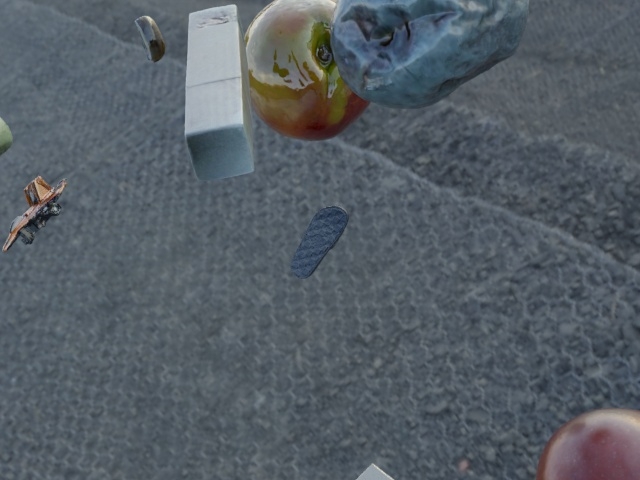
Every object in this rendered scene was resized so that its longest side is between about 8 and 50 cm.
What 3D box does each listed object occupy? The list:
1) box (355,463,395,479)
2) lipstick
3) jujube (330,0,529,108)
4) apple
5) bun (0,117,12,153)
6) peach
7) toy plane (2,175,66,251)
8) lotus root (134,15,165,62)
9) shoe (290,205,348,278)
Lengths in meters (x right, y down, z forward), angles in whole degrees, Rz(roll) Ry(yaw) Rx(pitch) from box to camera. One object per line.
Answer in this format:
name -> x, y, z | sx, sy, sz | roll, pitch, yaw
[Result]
box -> 0.021, 0.436, 1.061 | 0.205, 0.051, 0.365 | 33, 51, 26
lipstick -> -0.140, -0.213, 1.286 | 0.080, 0.076, 0.371 | -10, 36, 1
jujube -> 0.160, -0.320, 1.354 | 0.246, 0.215, 0.308 | -34, -3, 39
apple -> 0.396, 0.338, 1.247 | 0.218, 0.218, 0.201 | -22, 36, 21
bun -> -0.593, -0.139, 1.467 | 0.221, 0.108, 0.221 | -34, 10, 7
peach -> -0.031, -0.358, 1.951 | 0.308, 0.308, 0.332 | -47, 18, -19
toy plane -> -0.470, -0.032, 1.532 | 0.135, 0.062, 0.188 | -34, 32, 29
lotus root -> -0.304, -0.366, 1.695 | 0.037, 0.083, 0.030 | -26, 16, -24
shoe -> 0.000, 0.000, 1.977 | 0.179, 0.071, 0.049 | -57, -14, 16
